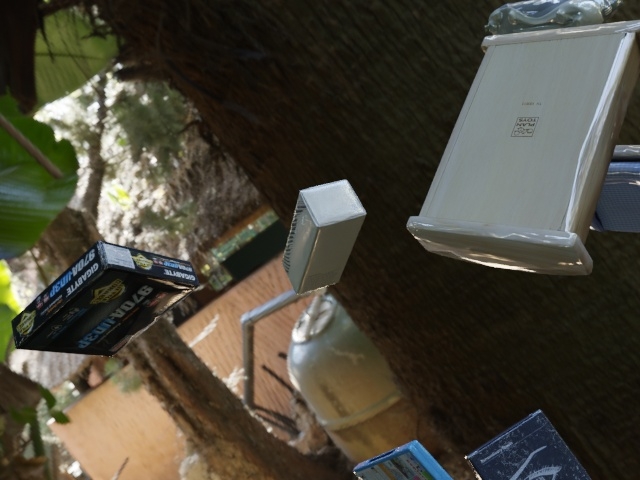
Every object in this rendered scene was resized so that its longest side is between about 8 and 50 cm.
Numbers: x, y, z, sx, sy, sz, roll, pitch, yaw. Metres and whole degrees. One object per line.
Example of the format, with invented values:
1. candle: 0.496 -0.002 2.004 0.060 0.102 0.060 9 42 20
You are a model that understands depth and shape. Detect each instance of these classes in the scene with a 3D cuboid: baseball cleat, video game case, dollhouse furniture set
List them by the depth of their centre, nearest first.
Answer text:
1. dollhouse furniture set: 0.274 -0.013 0.569 0.286 0.303 0.198 9 68 42
2. video game case: 0.104 0.272 0.674 0.015 0.119 0.166 -37 -10 -30
3. baseball cleat: 0.341 -0.324 0.934 0.109 0.072 0.206 -31 29 -15

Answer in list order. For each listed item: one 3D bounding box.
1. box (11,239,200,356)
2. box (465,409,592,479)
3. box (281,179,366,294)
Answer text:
1. box: -0.320 0.094 0.960 0.220 0.051 0.175 -37 -30 21
2. box: 0.364 0.415 1.078 0.153 0.207 0.108 -31 -23 -2
3. box: 0.000 0.000 1.343 0.113 0.094 0.275 -15 -29 -22
